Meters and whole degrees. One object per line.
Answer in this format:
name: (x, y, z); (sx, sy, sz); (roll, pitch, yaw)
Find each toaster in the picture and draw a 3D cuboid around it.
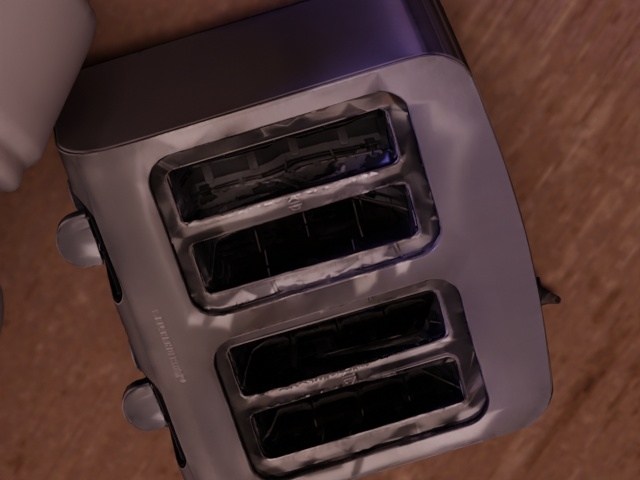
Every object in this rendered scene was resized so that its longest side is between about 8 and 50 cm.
toaster: (0.000, 0.000, 0.635); (0.186, 0.110, 0.168); (-16, 116, 1)

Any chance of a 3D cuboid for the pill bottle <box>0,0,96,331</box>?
pill bottle: (-0.239, 0.061, 0.508); (0.224, 0.224, 0.392); (28, 81, -17)
